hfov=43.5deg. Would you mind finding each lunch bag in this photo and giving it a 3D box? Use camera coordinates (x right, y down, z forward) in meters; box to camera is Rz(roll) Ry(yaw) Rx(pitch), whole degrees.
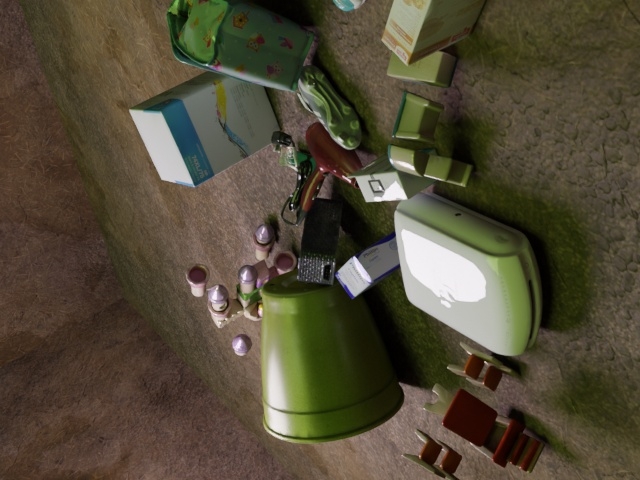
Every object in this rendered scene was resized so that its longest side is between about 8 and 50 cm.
[{"bbox_3d":[-0.180,-0.419,1.668,0.262,0.223,0.160,34,109,49],"label":"lunch bag"}]

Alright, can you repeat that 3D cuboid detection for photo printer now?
[{"bbox_3d":[0.283,0.066,1.517,0.307,0.107,0.256,31,143,45],"label":"photo printer"}]

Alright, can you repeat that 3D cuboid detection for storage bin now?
[{"bbox_3d":[0.000,0.000,1.859,0.122,0.084,0.180,95,-179,-52],"label":"storage bin"}]

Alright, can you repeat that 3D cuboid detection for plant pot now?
[{"bbox_3d":[0.000,0.257,2.008,0.366,0.366,0.353,10,114,58],"label":"plant pot"}]

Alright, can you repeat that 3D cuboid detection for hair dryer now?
[{"bbox_3d":[0.005,-0.148,1.762,0.293,0.080,0.224,1,103,54],"label":"hair dryer"}]

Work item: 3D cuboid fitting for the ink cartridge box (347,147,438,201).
[{"bbox_3d":[0.144,-0.125,1.562,0.180,0.104,0.060,2,120,61],"label":"ink cartridge box"}]

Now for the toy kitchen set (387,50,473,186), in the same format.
[{"bbox_3d":[0.198,-0.216,1.420,0.122,0.166,0.207,24,102,49],"label":"toy kitchen set"}]

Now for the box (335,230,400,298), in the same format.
[{"bbox_3d":[0.119,0.055,1.776,0.072,0.126,0.137,56,155,8],"label":"box"}]

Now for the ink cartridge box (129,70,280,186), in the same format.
[{"bbox_3d":[-0.274,-0.284,1.941,0.198,0.270,0.197,16,133,55],"label":"ink cartridge box"}]

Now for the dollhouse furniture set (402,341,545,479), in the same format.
[{"bbox_3d":[0.333,0.380,1.640,0.259,0.262,0.135,35,170,-39],"label":"dollhouse furniture set"}]

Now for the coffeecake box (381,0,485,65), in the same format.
[{"bbox_3d":[0.182,-0.367,1.187,0.068,0.142,0.185,50,153,19],"label":"coffeecake box"}]

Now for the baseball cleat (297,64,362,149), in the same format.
[{"bbox_3d":[0.019,-0.273,1.686,0.206,0.072,0.109,61,168,6],"label":"baseball cleat"}]

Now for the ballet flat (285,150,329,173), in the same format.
[{"bbox_3d":[-0.019,-0.173,1.877,0.052,0.057,0.168,43,172,-40],"label":"ballet flat"}]

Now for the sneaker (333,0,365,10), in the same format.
[{"bbox_3d":[-0.011,-0.524,1.417,0.275,0.107,0.110,58,164,3],"label":"sneaker"}]

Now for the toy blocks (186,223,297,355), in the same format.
[{"bbox_3d":[-0.175,0.128,2.190,0.309,0.288,0.260,54,159,17],"label":"toy blocks"}]
